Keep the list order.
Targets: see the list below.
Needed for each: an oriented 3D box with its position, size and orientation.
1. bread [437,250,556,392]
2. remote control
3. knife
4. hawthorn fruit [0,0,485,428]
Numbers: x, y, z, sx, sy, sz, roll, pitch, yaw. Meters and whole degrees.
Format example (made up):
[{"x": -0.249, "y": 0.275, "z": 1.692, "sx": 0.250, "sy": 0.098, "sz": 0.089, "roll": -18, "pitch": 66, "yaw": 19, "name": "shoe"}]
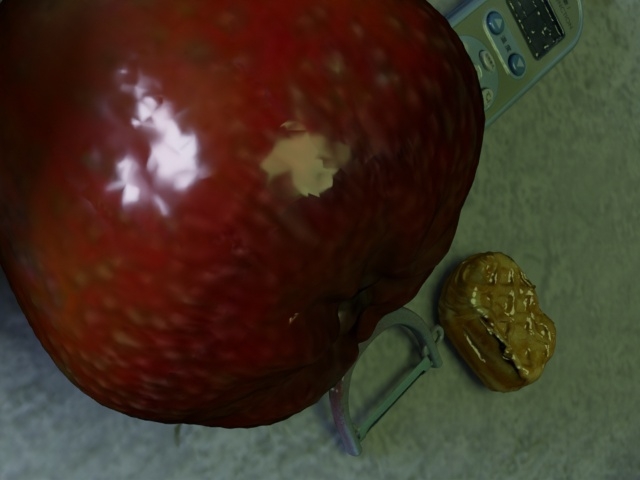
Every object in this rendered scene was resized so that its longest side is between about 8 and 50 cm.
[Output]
[{"x": 0.136, "y": 0.061, "z": 0.875, "sx": 0.083, "sy": 0.044, "sz": 0.111, "roll": -45, "pitch": 108, "yaw": -34, "name": "bread"}, {"x": 0.126, "y": -0.143, "z": 0.893, "sx": 0.244, "sy": 0.047, "sz": 0.087, "roll": -41, "pitch": 105, "yaw": -34, "name": "remote control"}, {"x": 0.001, "y": -0.001, "z": 0.776, "sx": 0.123, "sy": 0.053, "sz": 0.278, "roll": -43, "pitch": 111, "yaw": -39, "name": "knife"}, {"x": -0.058, "y": -0.054, "z": 0.601, "sx": 0.275, "sy": 0.275, "sz": 0.300, "roll": -37, "pitch": 95, "yaw": -35, "name": "hawthorn fruit"}]
